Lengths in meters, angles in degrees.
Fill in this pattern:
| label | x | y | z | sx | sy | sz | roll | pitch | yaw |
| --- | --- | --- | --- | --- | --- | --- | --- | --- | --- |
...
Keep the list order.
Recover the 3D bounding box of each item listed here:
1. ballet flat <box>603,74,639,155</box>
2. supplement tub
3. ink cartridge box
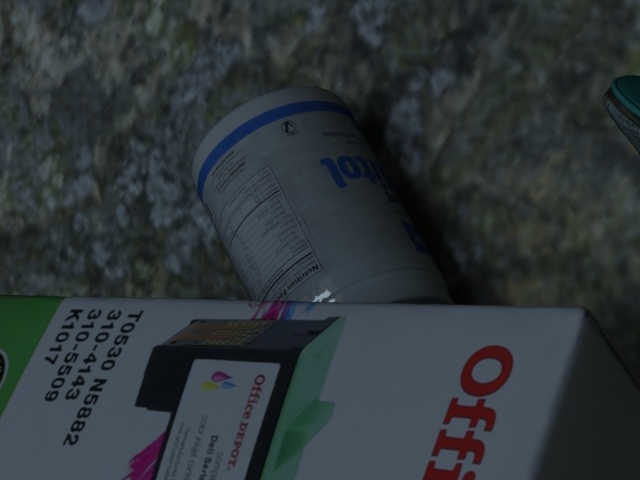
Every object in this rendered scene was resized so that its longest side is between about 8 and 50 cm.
| label | x | y | z | sx | sy | sz | roll | pitch | yaw |
| --- | --- | --- | --- | --- | --- | --- | --- | --- | --- |
| ballet flat | 0.136 | -0.022 | 0.606 | 0.114 | 0.041 | 0.041 | 26 | 104 | 44 |
| supplement tub | 0.000 | 0.000 | 0.715 | 0.071 | 0.071 | 0.107 | -48 | 56 | 31 |
| ink cartridge box | -0.036 | 0.129 | 0.616 | 0.278 | 0.117 | 0.201 | 0 | 53 | 34 |
